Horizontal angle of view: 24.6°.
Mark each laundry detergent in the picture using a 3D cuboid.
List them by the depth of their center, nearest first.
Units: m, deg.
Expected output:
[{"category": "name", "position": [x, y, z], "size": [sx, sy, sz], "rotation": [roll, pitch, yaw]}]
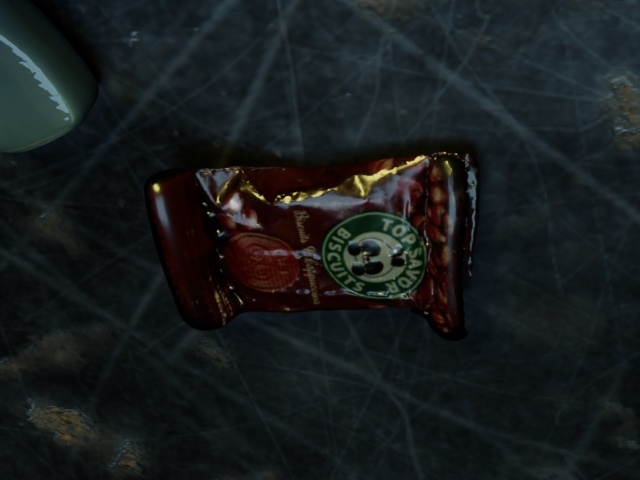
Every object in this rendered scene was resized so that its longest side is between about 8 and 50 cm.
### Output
[{"category": "laundry detergent", "position": [-0.243, -0.155, 0.990], "size": [0.096, 0.061, 0.206], "rotation": [-16, 124, 34]}]

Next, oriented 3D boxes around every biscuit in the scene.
[{"category": "biscuit", "position": [0.000, 0.005, 1.065], "size": [0.235, 0.063, 0.151], "rotation": [0, 130, 10]}]
